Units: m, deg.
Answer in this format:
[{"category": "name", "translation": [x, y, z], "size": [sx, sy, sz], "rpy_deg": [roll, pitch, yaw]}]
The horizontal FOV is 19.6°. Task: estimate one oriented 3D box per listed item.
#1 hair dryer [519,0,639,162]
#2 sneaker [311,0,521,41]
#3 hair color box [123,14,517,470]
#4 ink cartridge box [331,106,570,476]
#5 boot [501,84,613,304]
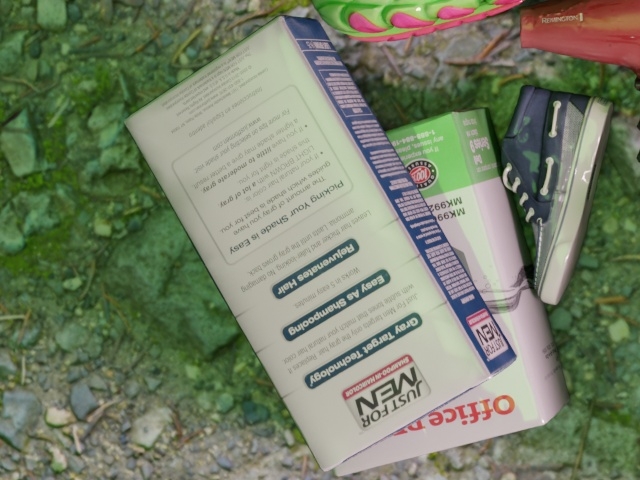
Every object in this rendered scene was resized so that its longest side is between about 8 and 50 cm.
[{"category": "hair dryer", "translation": [0.294, -0.125, 1.587], "size": [0.293, 0.080, 0.223], "rpy_deg": [38, 81, 13]}, {"category": "sneaker", "translation": [0.210, -0.314, 1.540], "size": [0.482, 0.185, 0.202], "rpy_deg": [-16, 91, 3]}, {"category": "hair color box", "translation": [0.000, 0.000, 1.577], "size": [0.174, 0.105, 0.347], "rpy_deg": [-31, 84, 18]}, {"category": "ink cartridge box", "translation": [0.082, 0.046, 1.676], "size": [0.211, 0.121, 0.289], "rpy_deg": [-17, 90, 19]}, {"category": "boot", "translation": [0.199, -0.043, 1.664], "size": [0.086, 0.069, 0.190], "rpy_deg": [14, 90, 16]}]
